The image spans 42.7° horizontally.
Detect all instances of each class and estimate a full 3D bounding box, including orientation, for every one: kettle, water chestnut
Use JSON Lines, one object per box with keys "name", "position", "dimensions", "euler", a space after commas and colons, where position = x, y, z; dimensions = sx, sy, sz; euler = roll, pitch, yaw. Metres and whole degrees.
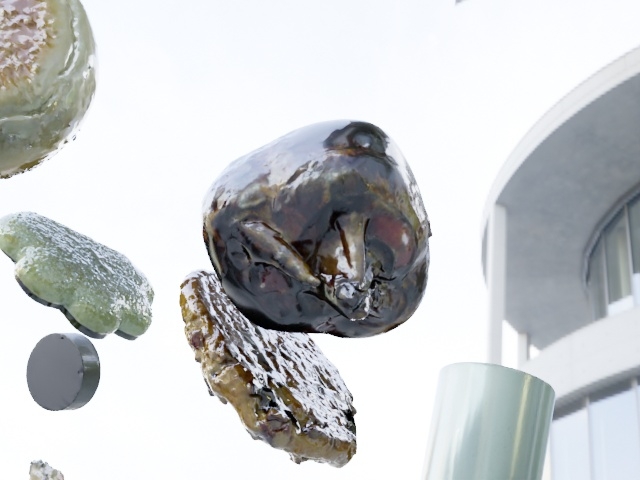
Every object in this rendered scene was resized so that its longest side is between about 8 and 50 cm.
{"name": "kettle", "position": [0.266, 0.397, 1.392], "dimensions": [0.205, 0.318, 0.265], "euler": [17, -27, -5]}
{"name": "water chestnut", "position": [0.000, 0.000, 0.966], "dimensions": [0.289, 0.244, 0.289], "euler": [16, -36, 12]}

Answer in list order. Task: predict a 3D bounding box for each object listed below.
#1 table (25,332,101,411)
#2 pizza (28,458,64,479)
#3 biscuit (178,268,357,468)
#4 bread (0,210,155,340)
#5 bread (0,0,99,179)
{"name": "table", "position": [-0.439, 0.223, 1.396], "dimensions": [0.133, 0.133, 0.043], "euler": [-9, -11, 26]}
{"name": "pizza", "position": [-0.411, 0.427, 1.280], "dimensions": [0.185, 0.195, 0.052], "euler": [-46, -33, 23]}
{"name": "biscuit", "position": [-0.072, 0.171, 1.088], "dimensions": [0.081, 0.334, 0.289], "euler": [-46, -49, 11]}
{"name": "bread", "position": [-0.342, 0.061, 1.207], "dimensions": [0.056, 0.207, 0.286], "euler": [-47, -42, 13]}
{"name": "bread", "position": [-0.399, -0.194, 0.930], "dimensions": [0.306, 0.305, 0.159], "euler": [15, -33, -7]}
